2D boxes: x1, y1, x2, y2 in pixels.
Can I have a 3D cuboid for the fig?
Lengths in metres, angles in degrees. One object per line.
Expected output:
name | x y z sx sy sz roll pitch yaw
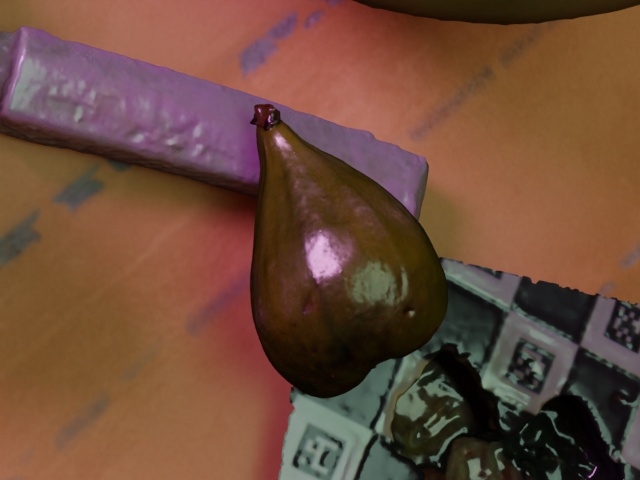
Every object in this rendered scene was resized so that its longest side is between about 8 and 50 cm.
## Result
fig | -0.005 0.012 1.266 0.185 0.133 0.127 48 39 -19

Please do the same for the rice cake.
rice cake | -0.073 -0.071 1.310 0.365 0.056 0.073 16 76 -31

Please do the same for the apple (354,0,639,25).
apple | 0.134 -0.369 1.239 0.473 0.473 0.474 3 85 -33

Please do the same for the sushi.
sushi | 0.103 0.188 1.406 0.320 0.069 0.339 11 81 -22
